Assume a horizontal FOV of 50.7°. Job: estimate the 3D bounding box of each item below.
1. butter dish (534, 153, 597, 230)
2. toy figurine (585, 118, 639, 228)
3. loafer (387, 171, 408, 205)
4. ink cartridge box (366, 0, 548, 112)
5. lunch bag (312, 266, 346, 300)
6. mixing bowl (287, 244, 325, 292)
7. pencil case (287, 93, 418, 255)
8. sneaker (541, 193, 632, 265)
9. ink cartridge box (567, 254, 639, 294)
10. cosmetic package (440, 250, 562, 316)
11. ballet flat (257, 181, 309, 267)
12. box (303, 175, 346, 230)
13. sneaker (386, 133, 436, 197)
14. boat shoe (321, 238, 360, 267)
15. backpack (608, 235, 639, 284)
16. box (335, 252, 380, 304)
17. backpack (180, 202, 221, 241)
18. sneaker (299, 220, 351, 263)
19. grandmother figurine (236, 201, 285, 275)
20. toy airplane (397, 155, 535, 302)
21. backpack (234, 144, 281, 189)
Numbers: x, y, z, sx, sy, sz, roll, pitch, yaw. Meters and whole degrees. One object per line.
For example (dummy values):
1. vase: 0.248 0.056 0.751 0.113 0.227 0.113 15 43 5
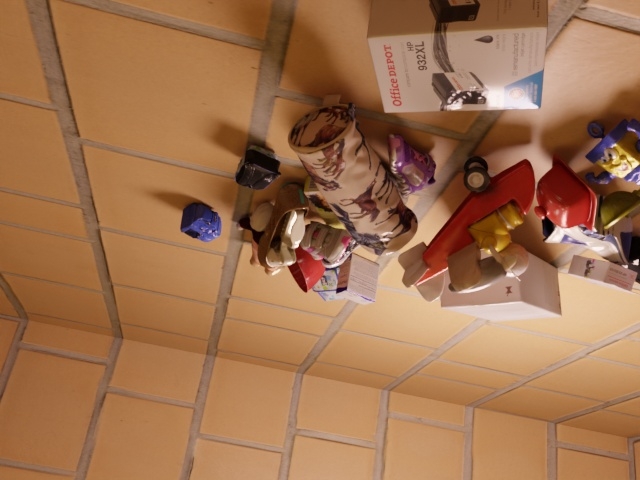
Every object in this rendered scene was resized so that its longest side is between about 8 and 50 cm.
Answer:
1. butter dish: 0.562 -0.092 1.597 0.118 0.160 0.160 -29 145 -2
2. toy figurine: 0.684 -0.192 1.505 0.217 0.191 0.362 39 162 7
3. loafer: 0.099 -0.158 1.765 0.319 0.112 0.111 23 -172 -35
4. ink cartridge box: 0.257 -0.356 1.258 0.307 0.129 0.223 2 153 16
5. lunch bag: 0.040 0.145 2.397 0.128 0.096 0.151 -7 136 35
6. mixing bowl: -0.046 0.070 2.213 0.098 0.181 0.181 -28 158 -14
7. pencil case: 0.090 -0.140 1.591 0.159 0.184 0.410 12 149 42
8. sneaker: 0.697 -0.038 1.793 0.182 0.128 0.315 2 162 44
9. ink cartridge box: 0.781 0.093 1.844 0.104 0.062 0.181 18 -179 -21
10. cosmetic package: 0.542 0.138 2.000 0.230 0.162 0.453 -9 165 31
11. ballet flat: -0.100 -0.008 1.955 0.116 0.124 0.342 -3 135 -29
12. box: 0.035 -0.103 1.926 0.087 0.058 0.232 -2 153 23
13. sneaker: 0.228 -0.191 1.658 0.104 0.095 0.236 -7 155 17
14. boat shoe: 0.074 0.004 2.040 0.065 0.183 0.083 45 163 29
15. backpack: 0.921 0.064 1.897 0.182 0.115 0.152 31 171 -16
16. box: 0.126 0.132 2.279 0.126 0.137 0.072 24 151 -28
17. backpack: -0.365 -0.051 2.117 0.101 0.098 0.120 -18 142 38
18. sneaker: 0.000 0.000 1.967 0.111 0.103 0.252 33 163 -22
19. grandmother figurine: -0.176 -0.012 2.141 0.207 0.104 0.342 23 152 5
20. toy airplane: 0.380 0.016 1.674 0.272 0.386 0.384 34 157 -1
21. backpack: -0.167 -0.190 1.784 0.105 0.084 0.114 20 147 -20
